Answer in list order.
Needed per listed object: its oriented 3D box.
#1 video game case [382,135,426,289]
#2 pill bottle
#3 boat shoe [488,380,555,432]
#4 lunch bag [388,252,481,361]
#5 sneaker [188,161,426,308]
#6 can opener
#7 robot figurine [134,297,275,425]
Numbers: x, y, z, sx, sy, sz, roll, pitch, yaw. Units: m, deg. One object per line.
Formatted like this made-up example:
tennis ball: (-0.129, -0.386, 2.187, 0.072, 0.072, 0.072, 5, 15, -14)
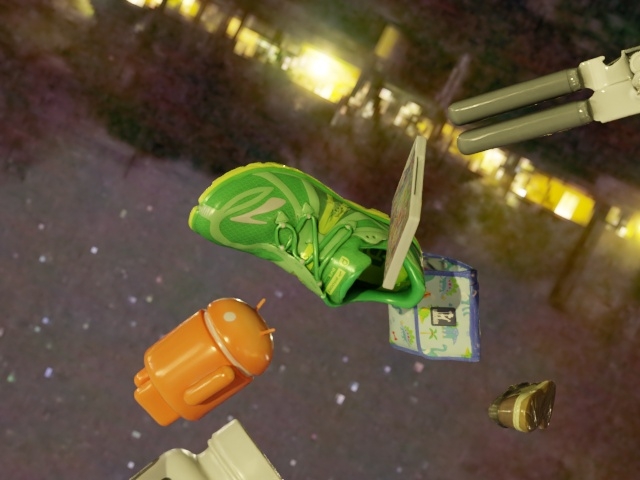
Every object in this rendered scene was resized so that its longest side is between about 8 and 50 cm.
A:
video game case: (0.077, -0.027, 1.052, 0.011, 0.087, 0.122, 15, -139, -3)
pill bottle: (-0.111, 0.223, 0.877, 0.108, 0.180, 0.108, 52, 173, 10)
boat shoe: (0.218, 0.175, 1.241, 0.049, 0.056, 0.152, 8, 177, 23)
lunch bag: (0.162, 0.093, 1.588, 0.096, 0.129, 0.151, -15, -164, -36)
sneaker: (0.000, 0.000, 1.276, 0.295, 0.109, 0.123, 16, -155, -26)
can opener: (0.289, -0.163, 1.334, 0.280, 0.074, 0.093, -15, -175, 19)
robot figurine: (-0.158, 0.165, 1.622, 0.128, 0.219, 0.158, 56, -173, 15)
